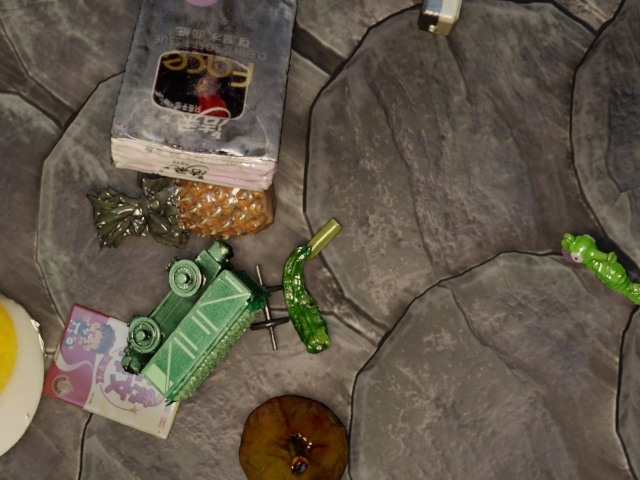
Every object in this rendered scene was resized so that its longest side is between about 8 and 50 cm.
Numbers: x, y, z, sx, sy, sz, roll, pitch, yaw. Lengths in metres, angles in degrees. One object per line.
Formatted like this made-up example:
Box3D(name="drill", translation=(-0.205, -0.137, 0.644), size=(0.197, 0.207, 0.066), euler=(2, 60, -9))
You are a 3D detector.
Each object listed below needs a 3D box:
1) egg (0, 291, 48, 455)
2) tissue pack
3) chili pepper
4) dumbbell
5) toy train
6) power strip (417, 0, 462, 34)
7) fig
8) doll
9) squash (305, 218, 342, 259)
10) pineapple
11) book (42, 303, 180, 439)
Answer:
Box3D(name="egg", translation=(-0.622, 0.222, 1.441), size=(0.337, 0.201, 0.337), euler=(13, 69, -37))
Box3D(name="tissue pack", translation=(-0.177, -0.262, 1.437), size=(0.259, 0.122, 0.361), euler=(9, 60, -4))
Box3D(name="chili pepper", translation=(-0.026, 0.101, 1.526), size=(0.050, 0.073, 0.182), euler=(-11, 82, -25))
Box3D(name="dumbbell", translation=(-0.091, 0.113, 1.523), size=(0.069, 0.069, 0.147), euler=(-13, 89, -1))
Box3D(name="toy train", translation=(-0.207, 0.129, 1.467), size=(0.154, 0.115, 0.269), euler=(40, 97, 10))
Box3D(name="power strip", translation=(0.222, -0.473, 1.524), size=(0.070, 0.105, 0.257), euler=(14, 89, 4))
Box3D(name="fig", translation=(-0.017, 0.338, 1.425), size=(0.190, 0.290, 0.191), euler=(4, 80, -25))
Box3D(name="doll", translation=(0.480, 0.049, 1.510), size=(0.190, 0.115, 0.050), euler=(39, 87, -2))
Box3D(name="squash", translation=(0.000, 0.000, 1.548), size=(0.027, 0.027, 0.083), euler=(45, 89, 1))
Box3D(name="pineapple", translation=(-0.235, -0.068, 1.496), size=(0.310, 0.141, 0.170), euler=(-9, 113, 6))
Box3D(name="book", translation=(-0.341, 0.223, 1.540), size=(0.231, 0.022, 0.162), euler=(21, 88, 0))
